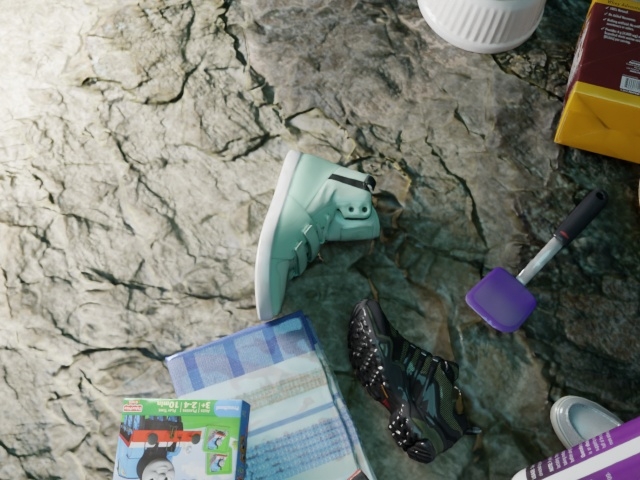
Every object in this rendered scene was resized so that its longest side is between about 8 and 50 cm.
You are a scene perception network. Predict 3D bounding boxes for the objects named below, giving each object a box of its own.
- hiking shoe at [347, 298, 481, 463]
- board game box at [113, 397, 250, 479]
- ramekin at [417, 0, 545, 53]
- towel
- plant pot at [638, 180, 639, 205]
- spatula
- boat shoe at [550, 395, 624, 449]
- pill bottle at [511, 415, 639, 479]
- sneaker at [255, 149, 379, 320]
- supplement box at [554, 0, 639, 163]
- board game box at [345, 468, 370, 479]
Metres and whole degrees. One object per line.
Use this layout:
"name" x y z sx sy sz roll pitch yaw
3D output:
"hiking shoe" 0.120 0.174 1.288 0.114 0.086 0.227 -20 77 -29
"board game box" -0.174 0.300 1.186 0.160 0.039 0.212 -2 69 13
"ramekin" 0.260 -0.407 1.513 0.207 0.109 0.207 3 68 -7
"towel" -0.060 0.247 1.251 0.209 0.034 0.285 -19 70 -12
"plant pot" 0.583 -0.048 1.454 0.236 0.032 0.236 2 69 -6
"spatula" 0.323 0.020 1.393 0.084 0.030 0.296 44 69 9
"boat shoe" 0.406 0.280 1.272 0.227 0.081 0.079 40 69 8
"pill bottle" 0.351 0.322 1.152 0.323 0.181 0.182 -28 72 13
"sneaker" 0.000 -0.001 1.320 0.151 0.094 0.256 13 65 4
"supplement box" 0.468 -0.234 1.441 0.191 0.129 0.194 15 63 8
"board game box" -0.011 0.422 1.163 0.281 0.027 0.145 -40 84 -12
